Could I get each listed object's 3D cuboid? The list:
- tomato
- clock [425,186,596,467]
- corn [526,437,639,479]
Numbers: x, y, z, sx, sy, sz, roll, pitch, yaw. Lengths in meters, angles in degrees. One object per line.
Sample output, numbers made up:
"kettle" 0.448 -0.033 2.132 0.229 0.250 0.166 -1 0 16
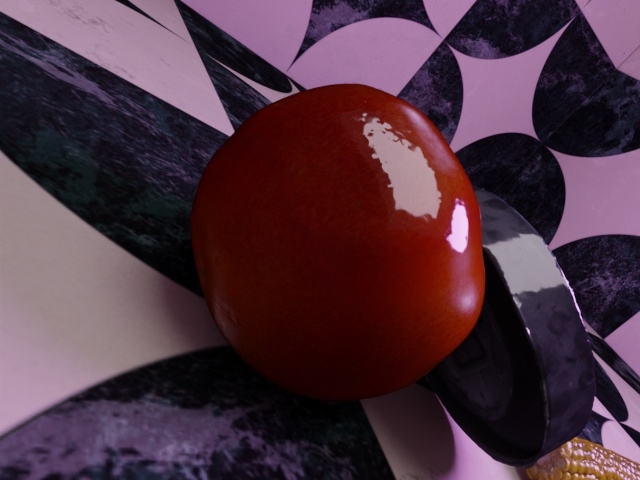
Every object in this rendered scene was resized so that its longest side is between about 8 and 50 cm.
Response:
"tomato" 0.000 0.000 0.453 0.227 0.298 0.298 -12 45 -19
"clock" 0.166 0.087 0.546 0.312 0.062 0.312 162 -90 -78
"corn" 0.399 0.339 0.668 0.310 0.101 0.101 32 22 -28
